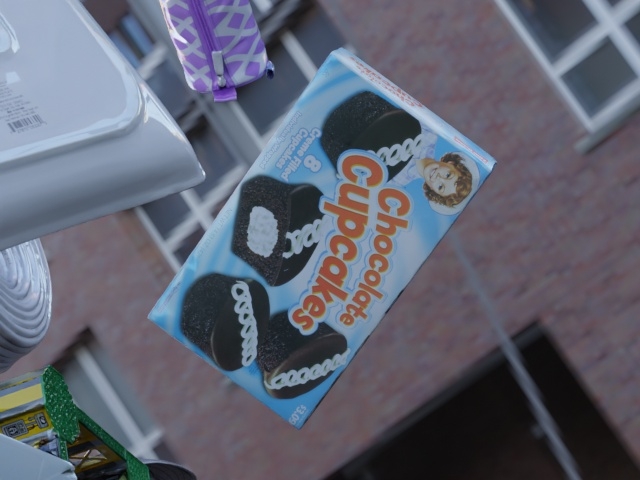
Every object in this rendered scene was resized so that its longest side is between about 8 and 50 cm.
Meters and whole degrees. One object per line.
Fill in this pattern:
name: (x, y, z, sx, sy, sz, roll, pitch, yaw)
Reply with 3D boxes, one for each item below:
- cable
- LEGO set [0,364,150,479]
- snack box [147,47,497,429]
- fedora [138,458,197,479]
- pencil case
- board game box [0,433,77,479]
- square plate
cable: (-0.346, 0.006, 1.686, 0.089, 0.257, 0.257, -25, -36, 8)
LEGO set: (-0.240, 0.277, 1.355, 0.192, 0.331, 0.255, -19, -23, 10)
snack box: (0.000, 0.000, 1.685, 0.322, 0.187, 0.060, -55, -3, 17)
fedora: (-0.228, 0.333, 1.822, 0.243, 0.124, 0.275, -32, -27, 10)
pencil case: (-0.113, -0.229, 1.623, 0.086, 0.206, 0.088, -9, 32, 18)
board game box: (-0.268, 0.249, 0.985, 0.303, 0.097, 0.224, -32, 39, 46)
square plate: (-0.274, -0.146, 1.211, 0.347, 0.344, 0.049, -23, -20, -52)
